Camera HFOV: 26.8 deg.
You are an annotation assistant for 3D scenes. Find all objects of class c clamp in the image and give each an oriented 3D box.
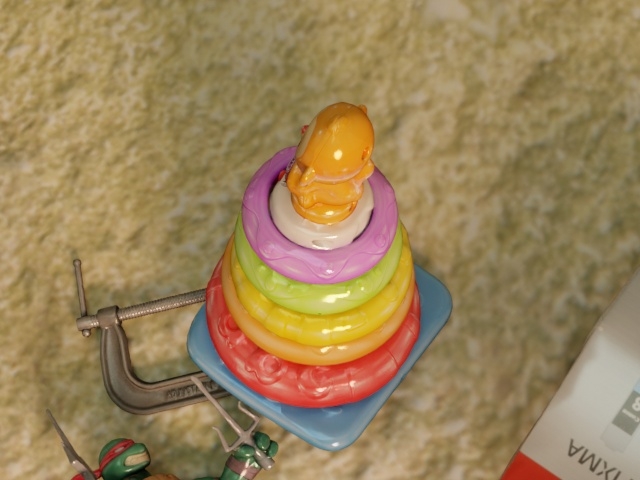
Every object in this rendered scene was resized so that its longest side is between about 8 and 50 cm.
[{"bbox_3d":[-0.122,0.069,1.083,0.161,0.022,0.137,-8,74,8],"label":"c clamp"}]

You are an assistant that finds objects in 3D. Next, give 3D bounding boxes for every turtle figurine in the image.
[{"bbox_3d":[-0.100,0.206,0.998,0.175,0.118,0.234,-27,68,-41],"label":"turtle figurine"}]

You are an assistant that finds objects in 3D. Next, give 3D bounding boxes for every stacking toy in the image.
[{"bbox_3d":[0.000,0.000,0.926,0.166,0.302,0.175,33,65,15],"label":"stacking toy"}]

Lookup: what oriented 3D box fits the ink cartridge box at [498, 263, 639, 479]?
[{"bbox_3d":[0.277,0.188,0.875,0.308,0.091,0.385,34,59,16],"label":"ink cartridge box"}]
